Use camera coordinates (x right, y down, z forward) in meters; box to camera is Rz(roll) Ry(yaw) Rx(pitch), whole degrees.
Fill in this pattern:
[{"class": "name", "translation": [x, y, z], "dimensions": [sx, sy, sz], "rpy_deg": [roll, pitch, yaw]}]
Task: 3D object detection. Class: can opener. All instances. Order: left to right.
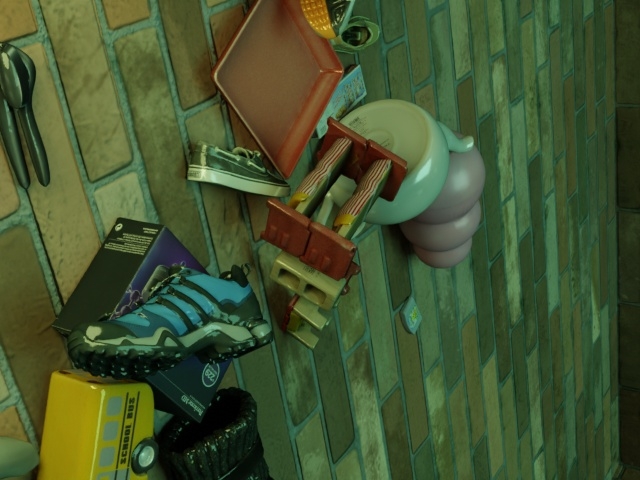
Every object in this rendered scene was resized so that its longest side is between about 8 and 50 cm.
[{"class": "can opener", "translation": [-0.365, -0.147, 1.064], "dimensions": [0.073, 0.059, 0.186], "rpy_deg": [-78, 169, -59]}]

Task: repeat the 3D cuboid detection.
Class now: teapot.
[{"class": "teapot", "translation": [0.129, -0.120, 1.649], "dimensions": [0.187, 0.256, 0.252], "rpy_deg": [53, 46, -52]}]

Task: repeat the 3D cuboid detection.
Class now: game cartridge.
[{"class": "game cartridge", "translation": [0.205, 0.174, 2.017], "dimensions": [0.056, 0.017, 0.083], "rpy_deg": [-56, 139, -28]}]

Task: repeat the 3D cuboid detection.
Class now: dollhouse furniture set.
[{"class": "dollhouse furniture set", "translation": [0.000, 0.000, 1.505], "dimensions": [0.201, 0.152, 0.374], "rpy_deg": [-56, 172, -32]}]

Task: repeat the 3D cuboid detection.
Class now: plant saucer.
[{"class": "plant saucer", "translation": [-0.074, -0.277, 1.473], "dimensions": [0.258, 0.047, 0.259], "rpy_deg": [54, 52, -46]}]

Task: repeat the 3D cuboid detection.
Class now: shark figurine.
[{"class": "shark figurine", "translation": [-0.431, 0.307, 1.010], "dimensions": [0.278, 0.116, 0.166], "rpy_deg": [-52, 135, -39]}]

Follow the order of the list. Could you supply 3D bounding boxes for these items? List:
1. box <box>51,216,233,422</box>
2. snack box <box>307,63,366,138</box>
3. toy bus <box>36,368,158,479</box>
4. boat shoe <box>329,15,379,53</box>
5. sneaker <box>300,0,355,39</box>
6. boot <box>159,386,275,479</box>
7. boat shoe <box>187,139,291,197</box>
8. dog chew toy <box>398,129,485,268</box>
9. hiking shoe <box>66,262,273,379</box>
[{"class": "box", "translation": [-0.231, 0.119, 1.278], "dimensions": [0.184, 0.103, 0.261], "rpy_deg": [-62, 142, -23]}, {"class": "snack box", "translation": [0.030, -0.261, 1.653], "dimensions": [0.178, 0.022, 0.064], "rpy_deg": [-48, 133, -40]}, {"class": "toy bus", "translation": [-0.310, 0.347, 1.199], "dimensions": [0.130, 0.108, 0.333], "rpy_deg": [8, 91, -56]}, {"class": "boat shoe", "translation": [0.067, -0.376, 1.637], "dimensions": [0.190, 0.072, 0.068], "rpy_deg": [-28, 119, -51]}, {"class": "sneaker", "translation": [0.029, -0.431, 1.502], "dimensions": [0.121, 0.099, 0.262], "rpy_deg": [56, 31, -56]}, {"class": "boot", "translation": [-0.185, 0.425, 1.378], "dimensions": [0.348, 0.131, 0.260], "rpy_deg": [-62, 150, -45]}, {"class": "boat shoe", "translation": [-0.119, -0.112, 1.414], "dimensions": [0.219, 0.078, 0.070], "rpy_deg": [11, 89, -55]}, {"class": "dog chew toy", "translation": [0.248, -0.072, 1.874], "dimensions": [0.206, 0.206, 0.332], "rpy_deg": [-53, 145, -36]}, {"class": "hiking shoe", "translation": [-0.203, 0.101, 1.162], "dimensions": [0.304, 0.113, 0.132], "rpy_deg": [0, 67, -49]}]
